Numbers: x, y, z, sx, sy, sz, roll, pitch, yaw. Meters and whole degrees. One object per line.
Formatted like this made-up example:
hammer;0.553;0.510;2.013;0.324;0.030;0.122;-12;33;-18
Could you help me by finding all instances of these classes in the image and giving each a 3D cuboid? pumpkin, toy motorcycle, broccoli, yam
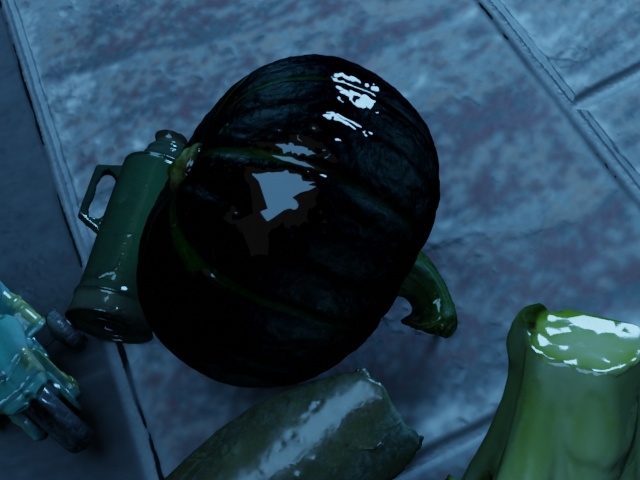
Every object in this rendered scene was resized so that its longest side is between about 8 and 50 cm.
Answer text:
pumpkin;0.000;0.000;0.649;0.248;0.248;0.248;-8;60;13
toy motorcycle;-0.287;0.052;0.703;0.296;0.198;0.109;35;71;29
broccoli;0.115;0.153;0.479;0.263;0.243;0.247;1;19;-6
yam;-0.055;0.186;0.609;0.259;0.106;0.106;-40;58;-7

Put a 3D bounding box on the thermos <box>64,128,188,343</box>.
thermos;-0.159;-0.010;0.770;0.083;0.073;0.188;7;63;13
